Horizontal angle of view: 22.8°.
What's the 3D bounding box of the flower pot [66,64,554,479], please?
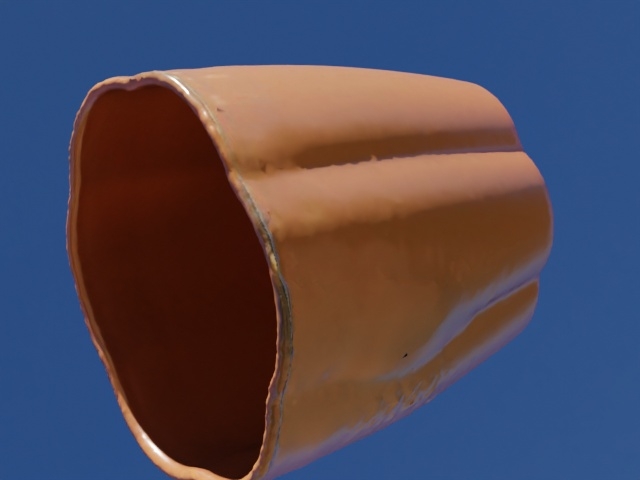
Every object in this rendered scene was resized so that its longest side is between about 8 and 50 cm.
[{"bbox_3d":[0.000,0.000,0.714,0.173,0.190,0.191,-16,-58,-32],"label":"flower pot"}]
